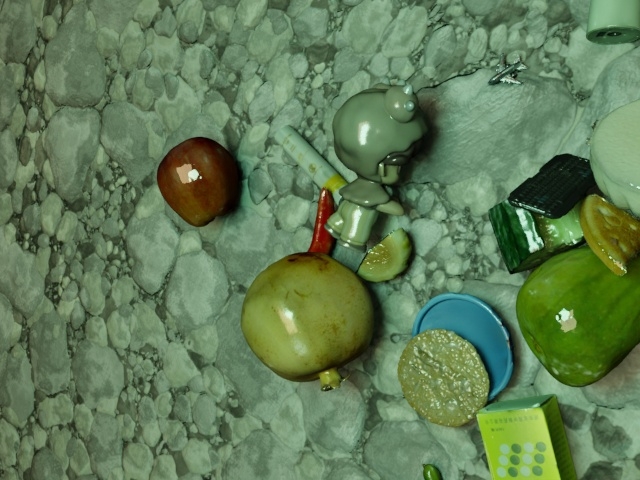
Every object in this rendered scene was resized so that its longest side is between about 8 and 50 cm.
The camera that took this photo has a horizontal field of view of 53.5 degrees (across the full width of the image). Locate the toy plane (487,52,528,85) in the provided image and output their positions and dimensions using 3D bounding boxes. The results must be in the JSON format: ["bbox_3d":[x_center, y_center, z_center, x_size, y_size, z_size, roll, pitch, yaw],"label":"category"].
[{"bbox_3d":[0.387,-0.350,1.328,0.083,0.031,0.078,-35,70,27],"label":"toy plane"}]

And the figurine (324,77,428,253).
[{"bbox_3d":[0.108,-0.170,1.401,0.203,0.248,0.380,14,104,-8],"label":"figurine"}]

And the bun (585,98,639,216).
[{"bbox_3d":[0.604,-0.116,1.107,0.263,0.175,0.263,-11,46,12],"label":"bun"}]

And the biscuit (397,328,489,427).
[{"bbox_3d":[0.259,0.293,1.359,0.220,0.033,0.219,7,100,39],"label":"biscuit"}]

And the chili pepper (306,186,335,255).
[{"bbox_3d":[0.000,0.000,1.545,0.063,0.071,0.272,24,112,28],"label":"chili pepper"}]

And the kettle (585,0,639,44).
[{"bbox_3d":[0.564,-0.452,1.178,0.127,0.098,0.148,5,88,39],"label":"kettle"}]

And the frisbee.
[{"bbox_3d":[0.304,0.228,1.358,0.242,0.045,0.242,6,99,41],"label":"frisbee"}]

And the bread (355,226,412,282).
[{"bbox_3d":[0.156,0.037,1.441,0.094,0.083,0.157,35,118,22],"label":"bread"}]

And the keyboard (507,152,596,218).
[{"bbox_3d":[0.438,-0.106,1.166,0.106,0.262,0.016,23,128,33],"label":"keyboard"}]

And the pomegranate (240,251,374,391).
[{"bbox_3d":[-0.025,0.187,1.439,0.319,0.319,0.319,-1,88,33],"label":"pomegranate"}]

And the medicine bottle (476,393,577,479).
[{"bbox_3d":[0.407,0.437,1.236,0.137,0.141,0.250,-17,80,28],"label":"medicine bottle"}]

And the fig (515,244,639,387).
[{"bbox_3d":[0.502,0.111,1.174,0.233,0.314,0.233,38,151,26],"label":"fig"}]

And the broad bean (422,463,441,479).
[{"bbox_3d":[0.204,0.588,1.417,0.070,0.048,0.213,38,109,24],"label":"broad bean"}]

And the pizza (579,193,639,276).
[{"bbox_3d":[0.512,-0.012,1.099,0.041,0.131,0.178,106,154,-47],"label":"pizza"}]

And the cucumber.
[{"bbox_3d":[0.424,-0.020,1.220,0.191,0.191,0.130,-22,78,31],"label":"cucumber"}]

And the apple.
[{"bbox_3d":[-0.317,-0.156,1.681,0.234,0.234,0.234,-1,88,33],"label":"apple"}]

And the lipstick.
[{"bbox_3d":[-0.017,-0.188,1.575,0.264,0.059,0.059,47,113,25],"label":"lipstick"}]
